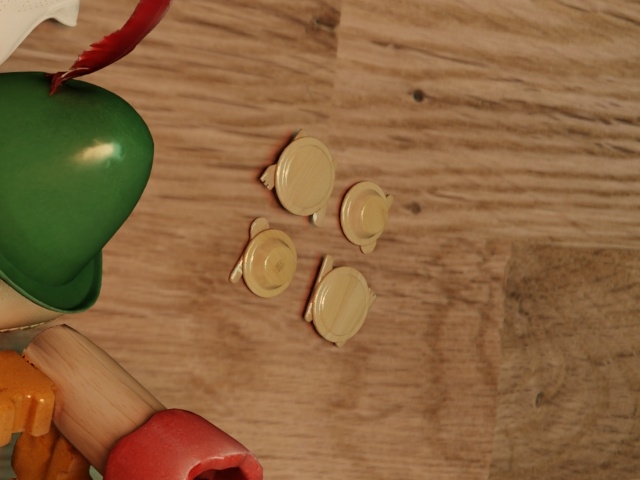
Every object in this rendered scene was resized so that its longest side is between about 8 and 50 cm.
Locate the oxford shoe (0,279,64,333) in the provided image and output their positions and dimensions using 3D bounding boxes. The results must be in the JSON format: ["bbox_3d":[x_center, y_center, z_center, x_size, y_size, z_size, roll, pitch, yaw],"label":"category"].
[{"bbox_3d":[-0.270,-0.019,0.689,0.397,0.146,0.141,21,82,-45],"label":"oxford shoe"}]

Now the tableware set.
[{"bbox_3d":[0.000,0.000,1.022,0.168,0.020,0.141,33,75,-40],"label":"tableware set"}]

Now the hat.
[{"bbox_3d":[-0.107,-0.070,0.707,0.183,0.208,0.173,-29,115,13],"label":"hat"}]

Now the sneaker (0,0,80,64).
[{"bbox_3d":[-0.232,-0.141,0.768,0.212,0.080,0.094,-25,126,-37],"label":"sneaker"}]

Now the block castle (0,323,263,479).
[{"bbox_3d":[-0.251,0.241,0.612,0.453,0.213,0.303,-10,127,-48],"label":"block castle"}]
